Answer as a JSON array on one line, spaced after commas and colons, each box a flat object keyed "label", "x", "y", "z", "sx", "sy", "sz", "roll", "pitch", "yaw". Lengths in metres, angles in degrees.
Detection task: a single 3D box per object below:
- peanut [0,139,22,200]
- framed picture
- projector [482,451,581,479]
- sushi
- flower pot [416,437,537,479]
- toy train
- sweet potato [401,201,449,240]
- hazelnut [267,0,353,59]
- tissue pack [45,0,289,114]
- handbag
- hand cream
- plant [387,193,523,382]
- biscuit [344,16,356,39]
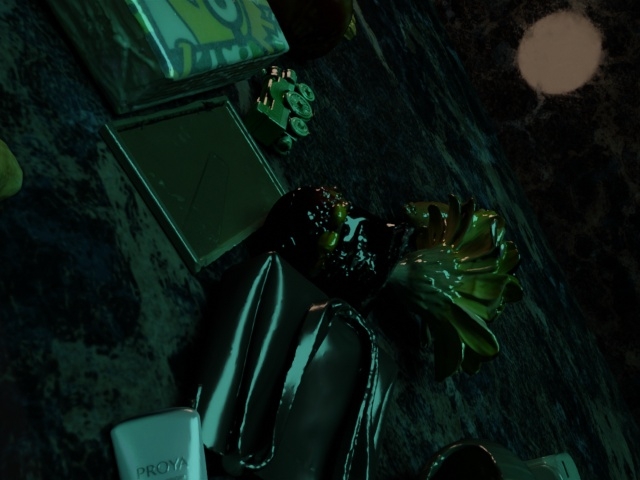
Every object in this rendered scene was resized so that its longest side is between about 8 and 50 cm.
[{"label": "peanut", "x": -0.330, "y": -0.077, "z": 0.408, "sx": 0.253, "sy": 0.122, "sz": 0.137, "roll": 31, "pitch": 25, "yaw": -46}, {"label": "framed picture", "x": -0.147, "y": -0.093, "z": 0.812, "sx": 0.209, "sy": 0.019, "sz": 0.281, "roll": 59, "pitch": 29, "yaw": -5}, {"label": "projector", "x": 0.316, "y": 0.466, "z": 0.883, "sx": 0.108, "sy": 0.198, "sz": 0.251, "roll": 21, "pitch": 48, "yaw": -49}, {"label": "sushi", "x": 0.000, "y": 0.000, "z": 0.827, "sx": 0.150, "sy": 0.153, "sz": 0.172, "roll": 29, "pitch": 2, "yaw": -25}, {"label": "flower pot", "x": 0.214, "y": 0.391, "z": 0.795, "sx": 0.157, "sy": 0.189, "sz": 0.243, "roll": 46, "pitch": 40, "yaw": -45}, {"label": "toy train", "x": -0.069, "y": -0.223, "z": 1.000, "sx": 0.104, "sy": 0.071, "sz": 0.178, "roll": 32, "pitch": 41, "yaw": -24}, {"label": "sweet potato", "x": 0.275, "y": -0.019, "z": 1.310, "sx": 0.336, "sy": 0.131, "sz": 0.131, "roll": 13, "pitch": 55, "yaw": -52}, {"label": "hazelnut", "x": -0.023, "y": -0.455, "z": 1.179, "sx": 0.204, "sy": 0.177, "sz": 0.178, "roll": 72, "pitch": 4, "yaw": -66}, {"label": "tissue pack", "x": -0.197, "y": -0.315, "z": 0.793, "sx": 0.228, "sy": 0.127, "sz": 0.311, "roll": 61, "pitch": 34, "yaw": -9}, {"label": "handbag", "x": -0.021, "y": 0.183, "z": 0.693, "sx": 0.285, "sy": 0.113, "sz": 0.257, "roll": 44, "pitch": 41, "yaw": -29}, {"label": "hand cream", "x": -0.122, "y": 0.273, "z": 0.508, "sx": 0.079, "sy": 0.048, "sz": 0.256, "roll": -8, "pitch": 69, "yaw": -23}, {"label": "plant", "x": 0.201, "y": 0.049, "z": 0.997, "sx": 0.297, "sy": 0.261, "sz": 0.306, "roll": 42, "pitch": 23, "yaw": -31}, {"label": "biscuit", "x": -0.002, "y": -0.622, "z": 1.472, "sx": 0.288, "sy": 0.044, "sz": 0.202, "roll": 39, "pitch": 36, "yaw": -32}]
